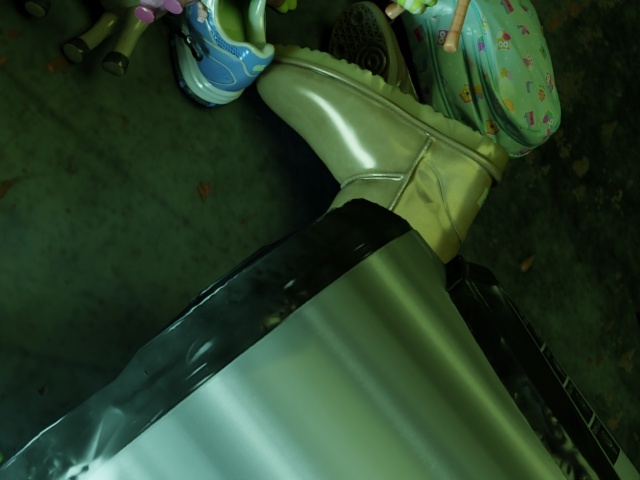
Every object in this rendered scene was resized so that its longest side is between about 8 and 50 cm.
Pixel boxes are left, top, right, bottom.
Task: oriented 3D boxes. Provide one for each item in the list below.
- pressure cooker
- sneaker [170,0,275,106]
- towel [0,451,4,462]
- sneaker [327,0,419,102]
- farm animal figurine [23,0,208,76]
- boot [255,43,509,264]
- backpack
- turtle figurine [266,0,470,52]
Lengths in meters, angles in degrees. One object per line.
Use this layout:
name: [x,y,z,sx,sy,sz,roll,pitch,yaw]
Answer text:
pressure cooker: [0.024,0.232,1.108,0.420,0.375,0.370,52,45,5]
sneaker: [-0.082,-0.217,1.393,0.080,0.081,0.211,-10,82,-41]
towel: [-0.285,0.123,1.080,0.113,0.152,0.023,-25,136,-41]
sneaker: [0.056,-0.111,1.505,0.071,0.066,0.188,-6,85,-59]
farm animal figurine: [-0.188,-0.309,1.244,0.326,0.330,0.172,28,58,2]
boot: [0.000,0.000,1.380,0.236,0.089,0.269,25,74,10]
backpack: [0.137,-0.157,1.544,0.152,0.115,0.182,-9,85,-45]
turtle figurine: [0.026,-0.259,1.407,0.087,0.217,0.269,0,77,-41]
